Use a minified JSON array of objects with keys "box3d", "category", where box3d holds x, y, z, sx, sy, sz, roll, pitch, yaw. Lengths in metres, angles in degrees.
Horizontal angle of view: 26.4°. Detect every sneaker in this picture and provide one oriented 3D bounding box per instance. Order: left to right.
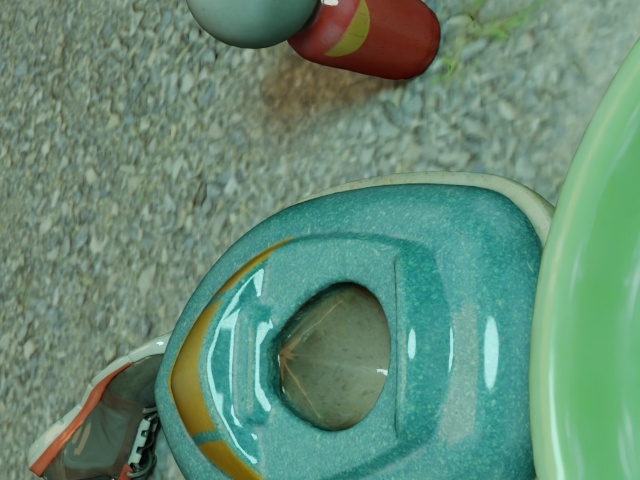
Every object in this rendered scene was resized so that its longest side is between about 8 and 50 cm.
[{"box3d":[-0.116,0.113,0.842,0.065,0.061,0.158,52,122,11],"category":"sneaker"}]

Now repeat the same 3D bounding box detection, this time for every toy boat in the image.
[{"box3d":[0.000,0.000,0.661,0.267,0.148,0.318,-20,66,43],"category":"toy boat"}]

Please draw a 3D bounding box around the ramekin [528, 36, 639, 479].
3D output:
[{"box3d":[0.221,0.040,0.392,0.303,0.148,0.303,-13,73,50],"category":"ramekin"}]
